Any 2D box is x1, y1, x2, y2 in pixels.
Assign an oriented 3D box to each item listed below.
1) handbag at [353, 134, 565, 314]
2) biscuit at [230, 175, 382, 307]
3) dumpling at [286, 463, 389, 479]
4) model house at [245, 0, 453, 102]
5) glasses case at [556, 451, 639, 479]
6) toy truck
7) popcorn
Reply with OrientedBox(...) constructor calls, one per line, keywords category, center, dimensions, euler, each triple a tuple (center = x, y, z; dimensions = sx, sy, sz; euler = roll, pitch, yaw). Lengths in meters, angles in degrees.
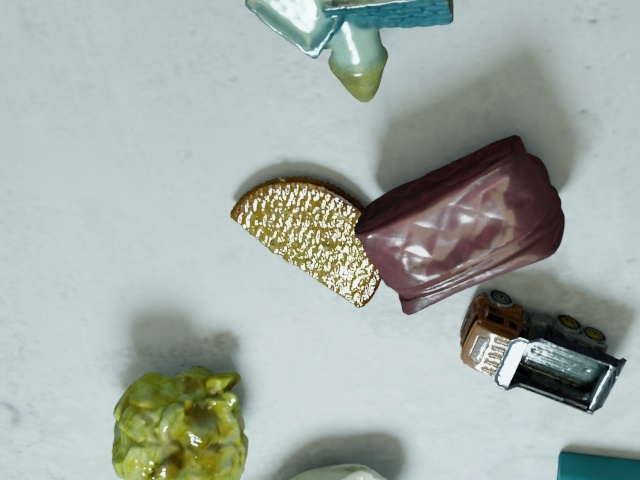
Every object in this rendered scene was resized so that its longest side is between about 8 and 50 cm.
OrientedBox(category="handbag", center=(0.160, -0.017, 1.407), dimensions=(0.225, 0.146, 0.135), euler=(-27, 105, 20))
OrientedBox(category="biscuit", center=(0.000, -0.012, 1.509), dimensions=(0.206, 0.025, 0.126), euler=(35, 118, -8))
OrientedBox(category="dumpling", center=(0.007, 0.383, 1.642), dimensions=(0.250, 0.132, 0.162), euler=(-31, 103, 24))
OrientedBox(category="model house", center=(0.028, -0.302, 1.298), dimensions=(0.267, 0.194, 0.325), euler=(-3, 129, 10))
OrientedBox(category="glasses case", center=(0.449, 0.346, 1.571), dimensions=(0.300, 0.070, 0.117), euler=(3, 117, 9))
OrientedBox(category="toy truck", center=(0.262, 0.136, 1.490), dimensions=(0.192, 0.092, 0.083), euler=(21, 119, 2))
OrientedBox(category="popcorn", center=(-0.180, 0.249, 1.594), dimensions=(0.185, 0.167, 0.188), euler=(-16, 138, -14))
